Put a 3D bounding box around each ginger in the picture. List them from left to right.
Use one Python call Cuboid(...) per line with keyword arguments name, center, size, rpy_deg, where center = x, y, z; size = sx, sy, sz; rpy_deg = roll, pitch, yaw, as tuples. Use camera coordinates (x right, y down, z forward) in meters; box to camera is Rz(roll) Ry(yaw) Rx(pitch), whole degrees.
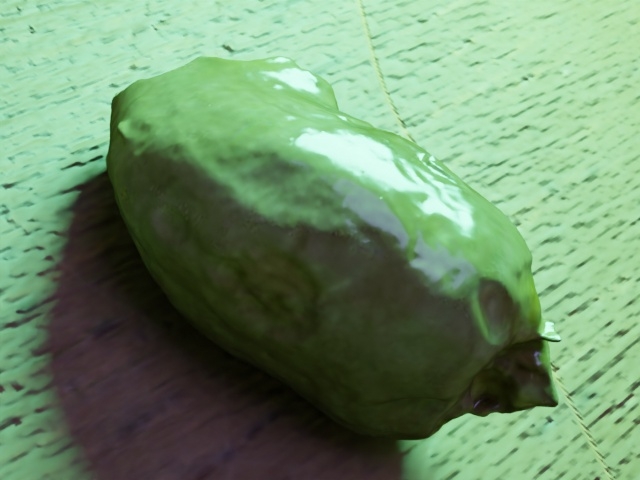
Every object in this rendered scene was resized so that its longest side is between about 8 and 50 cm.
Cuboid(name="ginger", center=(0.000, 0.000, 0.800), size=(0.267, 0.138, 0.152), rpy_deg=(44, 39, 14))
